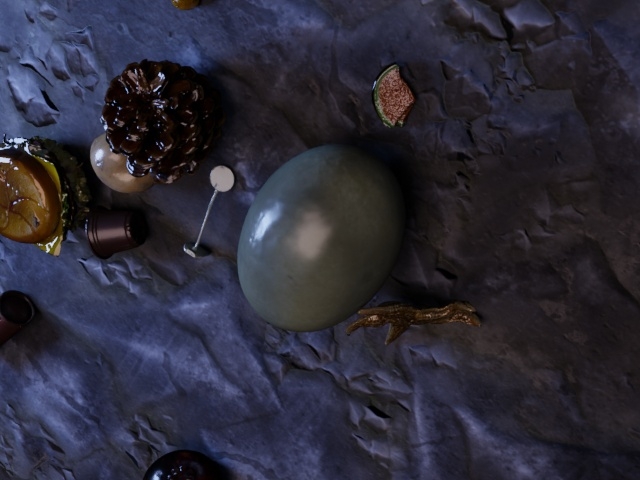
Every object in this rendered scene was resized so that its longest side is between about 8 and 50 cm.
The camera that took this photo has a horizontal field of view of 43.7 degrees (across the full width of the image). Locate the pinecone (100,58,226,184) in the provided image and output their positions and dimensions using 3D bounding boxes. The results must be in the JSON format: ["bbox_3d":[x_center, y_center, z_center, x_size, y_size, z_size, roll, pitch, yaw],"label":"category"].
[{"bbox_3d":[-0.282,-0.216,1.384,0.221,0.221,0.222,10,116,22],"label":"pinecone"}]

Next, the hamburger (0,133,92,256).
[{"bbox_3d":[-0.584,-0.100,1.627,0.261,0.138,0.243,20,117,17],"label":"hamburger"}]

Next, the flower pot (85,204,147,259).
[{"bbox_3d":[-0.403,-0.019,1.601,0.089,0.111,0.111,-5,109,17],"label":"flower pot"}]

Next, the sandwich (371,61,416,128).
[{"bbox_3d":[0.118,-0.231,1.290,0.069,0.026,0.101,-22,103,28],"label":"sandwich"}]

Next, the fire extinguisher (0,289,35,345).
[{"bbox_3d":[-0.783,0.217,1.897,0.269,0.105,0.105,-34,94,33],"label":"fire extinguisher"}]

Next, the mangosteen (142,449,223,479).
[{"bbox_3d":[-0.303,0.557,1.769,0.199,0.200,0.200,10,116,22],"label":"mangosteen"}]

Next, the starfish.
[{"bbox_3d":[0.152,0.133,1.351,0.277,0.235,0.062,152,118,-61],"label":"starfish"}]

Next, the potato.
[{"bbox_3d":[-0.373,-0.154,1.521,0.147,0.112,0.112,26,121,5],"label":"potato"}]

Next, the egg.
[{"bbox_3d":[0.000,0.000,1.309,0.258,0.258,0.352,37,120,8],"label":"egg"}]

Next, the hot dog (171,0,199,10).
[{"bbox_3d":[-0.236,-0.497,1.337,0.066,0.047,0.216,17,118,22],"label":"hot dog"}]

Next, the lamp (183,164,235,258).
[{"bbox_3d":[-0.208,-0.056,1.530,0.050,0.056,0.198,30,111,13],"label":"lamp"}]
